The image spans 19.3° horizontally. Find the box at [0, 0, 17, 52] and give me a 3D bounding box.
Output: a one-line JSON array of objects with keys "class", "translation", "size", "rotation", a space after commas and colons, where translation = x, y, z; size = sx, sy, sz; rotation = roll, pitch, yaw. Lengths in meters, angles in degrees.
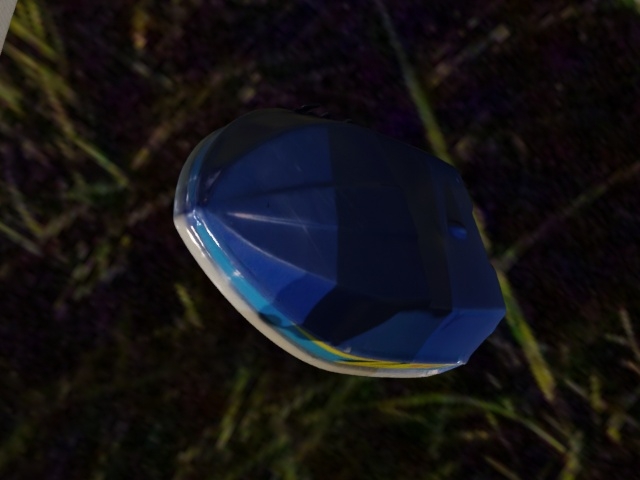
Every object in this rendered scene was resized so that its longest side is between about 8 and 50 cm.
[{"class": "box", "translation": [-0.145, -0.084, 0.457], "size": [0.154, 0.040, 0.084], "rotation": [5, 59, 15]}]

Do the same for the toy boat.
[{"class": "toy boat", "translation": [0.000, 0.000, 0.891], "size": [0.088, 0.295, 0.129], "rotation": [-22, 78, 18]}]
